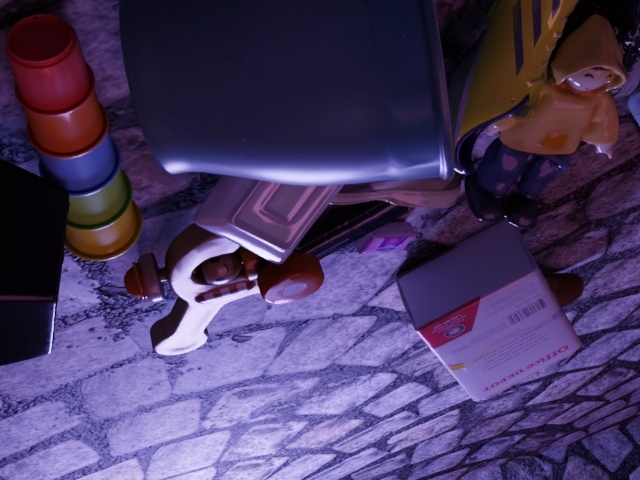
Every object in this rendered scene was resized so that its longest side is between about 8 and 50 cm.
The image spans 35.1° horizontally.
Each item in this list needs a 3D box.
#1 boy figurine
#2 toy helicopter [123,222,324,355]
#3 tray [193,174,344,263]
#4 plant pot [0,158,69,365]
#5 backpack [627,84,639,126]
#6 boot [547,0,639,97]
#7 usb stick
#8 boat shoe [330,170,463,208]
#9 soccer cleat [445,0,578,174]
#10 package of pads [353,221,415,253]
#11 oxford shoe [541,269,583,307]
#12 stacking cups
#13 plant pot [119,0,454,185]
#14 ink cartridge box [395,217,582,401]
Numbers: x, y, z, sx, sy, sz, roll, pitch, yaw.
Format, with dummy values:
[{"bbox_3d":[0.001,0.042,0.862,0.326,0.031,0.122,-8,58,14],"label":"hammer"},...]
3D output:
[{"bbox_3d":[0.280,-0.137,1.194,0.177,0.092,0.285,12,138,-15],"label":"boy figurine"},{"bbox_3d":[-0.165,0.069,1.338,0.235,0.140,0.355,-5,152,-29],"label":"toy helicopter"},{"bbox_3d":[-0.010,-0.094,1.135,0.145,0.030,0.270,28,105,-40],"label":"tray"},{"bbox_3d":[-0.340,0.025,0.998,0.167,0.188,0.187,7,145,-13],"label":"plant pot"},{"bbox_3d":[0.532,-0.184,1.415,0.166,0.144,0.188,-34,149,33],"label":"backpack"},{"bbox_3d":[0.307,-0.232,1.209,0.179,0.085,0.236,-17,152,-6],"label":"boot"},{"bbox_3d":[0.000,0.000,1.437,0.278,0.045,0.077,-29,167,11],"label":"usb stick"},{"bbox_3d":[0.057,-0.100,1.249,0.285,0.103,0.092,4,120,-24],"label":"boat shoe"},{"bbox_3d":[0.216,-0.198,1.113,0.289,0.121,0.093,-51,160,23],"label":"soccer cleat"},{"bbox_3d":[0.096,-0.005,1.520,0.083,0.032,0.050,-3,149,-35],"label":"package of pads"},{"bbox_3d":[0.424,0.086,1.912,0.212,0.076,0.076,-7,140,-29],"label":"oxford shoe"},{"bbox_3d":[-0.240,-0.096,1.017,0.096,0.096,0.316,-17,152,-13],"label":"stacking cups"},{"bbox_3d":[-0.030,-0.168,0.889,0.255,0.271,0.271,-9,154,6],"label":"plant pot"},{"bbox_3d":[0.296,0.128,1.754,0.226,0.131,0.306,-29,141,9],"label":"ink cartridge box"}]
